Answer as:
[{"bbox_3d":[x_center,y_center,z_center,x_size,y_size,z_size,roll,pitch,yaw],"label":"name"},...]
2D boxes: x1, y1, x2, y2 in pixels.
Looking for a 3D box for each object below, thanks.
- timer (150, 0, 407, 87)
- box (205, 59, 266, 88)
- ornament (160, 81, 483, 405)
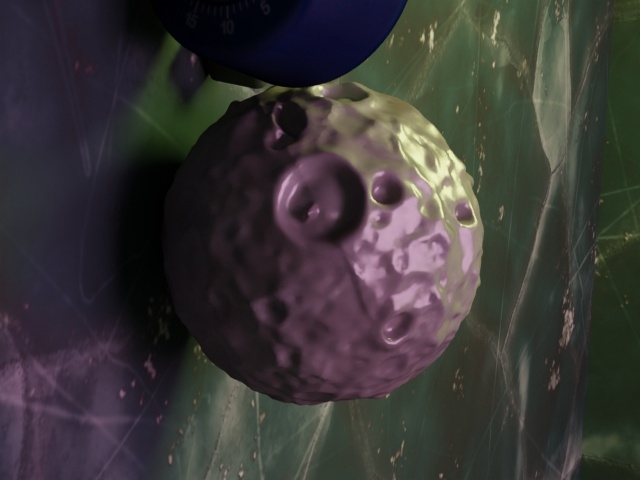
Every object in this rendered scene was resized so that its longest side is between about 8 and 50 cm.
[{"bbox_3d":[-0.120,-0.283,1.249,0.383,0.270,0.270,0,98,-52],"label":"timer"},{"bbox_3d":[-0.077,-0.223,1.524,0.069,0.084,0.122,86,25,-48],"label":"box"},{"bbox_3d":[0.000,0.000,1.445,0.337,0.337,0.337,8,90,-67],"label":"ornament"}]
